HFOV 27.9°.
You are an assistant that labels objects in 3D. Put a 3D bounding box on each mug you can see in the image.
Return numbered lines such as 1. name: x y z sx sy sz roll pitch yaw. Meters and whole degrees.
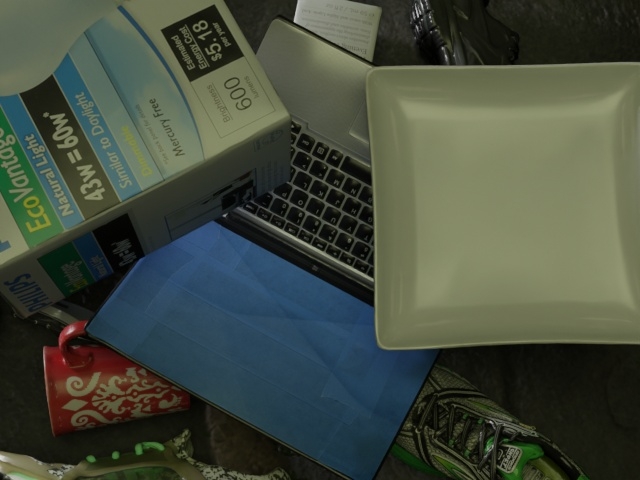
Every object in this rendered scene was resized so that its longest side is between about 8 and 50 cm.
1. mug: -0.248 0.169 1.573 0.169 0.150 0.113 -6 67 -10

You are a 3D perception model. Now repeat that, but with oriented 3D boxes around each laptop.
1. laptop: 0.000 0.000 1.528 0.382 0.236 0.408 28 105 6

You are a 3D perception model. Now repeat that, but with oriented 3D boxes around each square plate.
1. square plate: 0.229 -0.041 1.510 0.347 0.049 0.344 -1 76 -1

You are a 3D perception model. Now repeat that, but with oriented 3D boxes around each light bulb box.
1. light bulb box: -0.270 -0.162 1.444 0.361 0.225 0.358 -29 77 -9

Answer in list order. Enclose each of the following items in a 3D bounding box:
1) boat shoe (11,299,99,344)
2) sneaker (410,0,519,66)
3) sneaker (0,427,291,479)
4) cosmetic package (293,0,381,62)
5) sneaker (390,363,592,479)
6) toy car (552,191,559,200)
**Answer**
1. boat shoe: -0.326 0.103 1.636 0.142 0.049 0.040 25 107 2
2. sneaker: 0.214 -0.225 1.722 0.130 0.109 0.286 -11 79 -13
3. sneaker: -0.217 0.309 1.568 0.410 0.158 0.182 15 45 2
4. cosmetic package: 0.005 -0.200 1.709 0.117 0.085 0.231 10 75 0
5. sneaker: 0.202 0.245 1.580 0.343 0.146 0.134 29 76 5
6. toy car: 0.288 0.009 1.622 0.149 0.188 0.155 -26 79 -10
